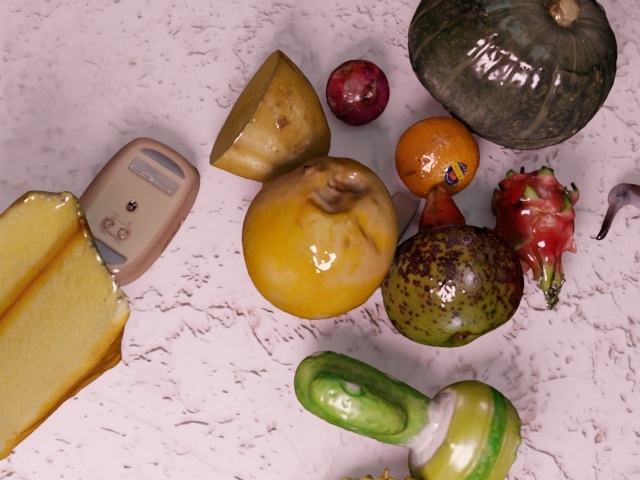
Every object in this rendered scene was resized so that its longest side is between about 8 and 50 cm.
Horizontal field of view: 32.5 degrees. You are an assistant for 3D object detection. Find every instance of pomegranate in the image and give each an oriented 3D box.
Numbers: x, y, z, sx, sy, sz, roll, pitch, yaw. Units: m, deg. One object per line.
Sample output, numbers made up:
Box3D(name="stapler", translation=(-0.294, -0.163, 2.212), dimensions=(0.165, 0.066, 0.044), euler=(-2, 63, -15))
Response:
Box3D(name="pomegranate", translation=(0.193, 0.033, 1.643), dimensions=(0.214, 0.214, 0.247), euler=(2, 68, -13))

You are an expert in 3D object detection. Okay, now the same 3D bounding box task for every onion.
Box3D(name="onion", translation=(0.062, -0.236, 1.748), dimensions=(0.107, 0.097, 0.107), euler=(-2, 94, -22))

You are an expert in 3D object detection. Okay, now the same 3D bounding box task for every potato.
Box3D(name="potato", translation=(-0.057, -0.165, 1.668), dimensions=(0.158, 0.178, 0.203), euler=(29, 51, -20))

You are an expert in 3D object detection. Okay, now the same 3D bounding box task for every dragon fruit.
Box3D(name="dragon fruit", translation=(0.336, -0.007, 1.726), dimensions=(0.137, 0.135, 0.235), euler=(8, 75, -15))

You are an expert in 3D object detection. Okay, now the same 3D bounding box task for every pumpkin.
Box3D(name="pumpkin", translation=(0.311, -0.307, 1.746), dimensions=(0.328, 0.257, 0.291), euler=(32, 56, -12))

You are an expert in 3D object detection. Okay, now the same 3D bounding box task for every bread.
Box3D(name="bread", translation=(-0.389, 0.098, 1.400), dimensions=(0.245, 0.361, 0.233), euler=(-40, 87, -23))

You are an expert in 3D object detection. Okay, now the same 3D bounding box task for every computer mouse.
Box3D(name="computer mouse", translation=(-0.278, -0.040, 1.613), dimensions=(0.145, 0.082, 0.236), euler=(32, 68, -2))

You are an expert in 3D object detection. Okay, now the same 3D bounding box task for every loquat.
Box3D(name="loquat", translation=(0.000, 0.000, 1.585), dimensions=(0.244, 0.244, 0.243), euler=(4, 73, -13))

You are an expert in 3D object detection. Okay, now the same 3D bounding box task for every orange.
Box3D(name="orange", translation=(0.180, -0.133, 1.731), dimensions=(0.136, 0.135, 0.117), euler=(-27, 48, -19))

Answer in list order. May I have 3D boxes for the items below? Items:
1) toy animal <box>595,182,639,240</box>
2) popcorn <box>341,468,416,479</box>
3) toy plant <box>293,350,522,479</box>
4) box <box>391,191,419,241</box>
Box3D(name="toy animal", translation=(0.612, -0.082, 1.836), dimensions=(0.324, 0.090, 0.195), euler=(6, 73, -14))
Box3D(name="popcorn", translation=(0.076, 0.423, 1.517), dimensions=(0.218, 0.169, 0.189), euler=(16, 63, 11))
Box3D(name="toy plant", translation=(0.111, 0.242, 1.563), dimensions=(0.316, 0.224, 0.184), euler=(27, 96, -11))
Box3D(name="box", translation=(0.110, -0.021, 1.732), dimensions=(0.048, 0.025, 0.115), euler=(31, 69, 2))
